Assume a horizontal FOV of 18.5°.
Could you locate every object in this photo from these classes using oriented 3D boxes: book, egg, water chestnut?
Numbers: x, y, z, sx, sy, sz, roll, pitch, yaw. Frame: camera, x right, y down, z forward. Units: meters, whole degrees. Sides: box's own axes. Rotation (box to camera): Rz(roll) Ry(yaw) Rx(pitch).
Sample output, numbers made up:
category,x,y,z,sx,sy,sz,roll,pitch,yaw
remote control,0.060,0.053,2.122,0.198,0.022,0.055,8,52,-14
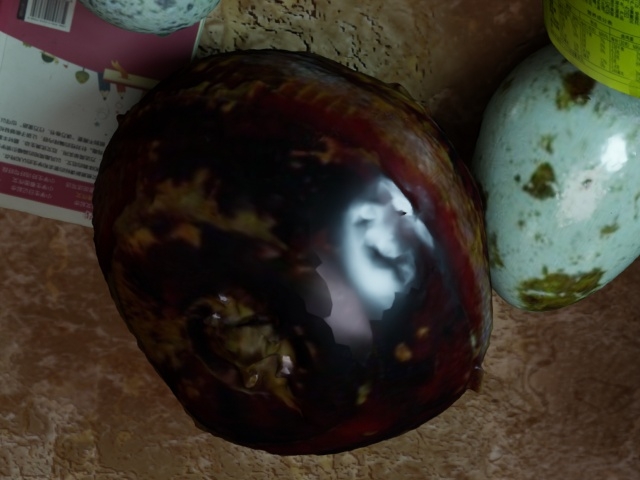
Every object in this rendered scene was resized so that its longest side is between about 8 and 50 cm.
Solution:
category,x,y,z,sx,sy,sz,roll,pitch,yaw
book,-0.195,-0.116,1.609,0.162,0.022,0.231,14,121,-6
egg,0.201,-0.052,1.556,0.169,0.169,0.231,19,97,-12
water chestnut,0.000,0.000,1.548,0.350,0.302,0.350,24,139,23
egg,-0.142,-0.234,1.474,0.132,0.132,0.172,-39,105,21

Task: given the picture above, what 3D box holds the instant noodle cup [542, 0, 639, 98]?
category,x,y,z,sx,sy,sz,roll,pitch,yaw
instant noodle cup,0.281,-0.251,1.394,0.311,0.311,0.221,0,132,0
